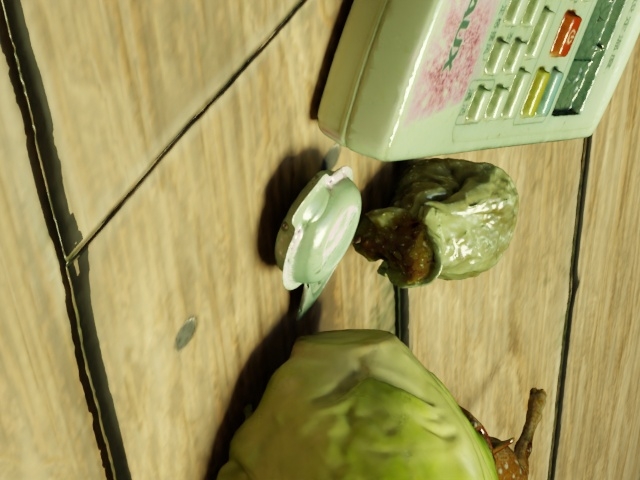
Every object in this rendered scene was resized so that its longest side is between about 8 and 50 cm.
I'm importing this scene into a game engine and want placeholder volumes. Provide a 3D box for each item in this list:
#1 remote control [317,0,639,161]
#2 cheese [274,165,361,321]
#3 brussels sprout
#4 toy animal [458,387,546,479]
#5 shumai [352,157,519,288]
[{"bbox_3d":[0.105,-0.119,1.033,0.344,0.050,0.145,-13,127,-64],"label":"remote control"},{"bbox_3d":[0.000,0.000,0.957,0.067,0.026,0.120,-58,166,-15],"label":"cheese"},{"bbox_3d":[0.029,0.141,1.013,0.131,0.145,0.183,-20,129,-54],"label":"brussels sprout"},{"bbox_3d":[0.106,0.185,1.279,0.260,0.087,0.243,-45,128,-69],"label":"toy animal"},{"bbox_3d":[0.064,0.002,1.031,0.082,0.083,0.080,54,30,-28],"label":"shumai"}]
